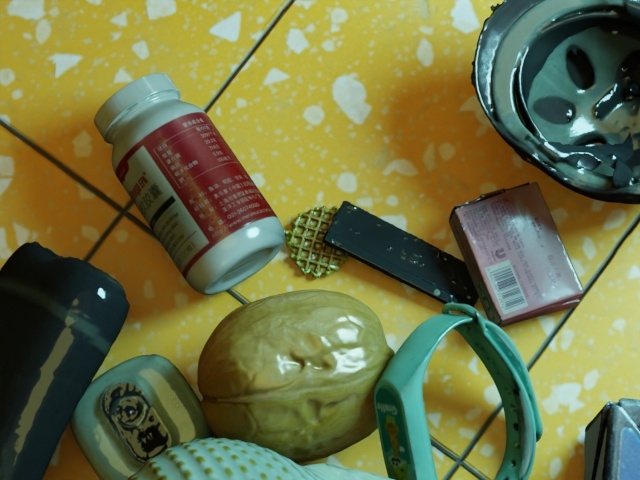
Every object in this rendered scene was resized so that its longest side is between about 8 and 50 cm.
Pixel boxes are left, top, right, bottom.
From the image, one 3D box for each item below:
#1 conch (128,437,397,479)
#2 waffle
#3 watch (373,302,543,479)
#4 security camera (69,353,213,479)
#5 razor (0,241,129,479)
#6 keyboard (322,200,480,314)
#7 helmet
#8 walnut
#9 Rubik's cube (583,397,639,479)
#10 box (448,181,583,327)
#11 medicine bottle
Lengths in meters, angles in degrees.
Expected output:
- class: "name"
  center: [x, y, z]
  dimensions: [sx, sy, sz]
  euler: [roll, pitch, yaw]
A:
- class: "conch"
  center: [-0.066, 0.356, 1.810]
  dimensions: [0.319, 0.215, 0.303]
  euler: [-6, 115, 16]
- class: "waffle"
  center: [-0.002, 0.002, 2.032]
  dimensions: [0.078, 0.016, 0.085]
  euler: [-15, 76, 2]
- class: "watch"
  center: [0.154, 0.191, 1.894]
  dimensions: [0.195, 0.068, 0.237]
  euler: [-18, 100, -31]
- class: "security camera"
  center: [-0.164, 0.275, 1.955]
  dimensions: [0.157, 0.080, 0.301]
  euler: [-34, 80, -4]
- class: "razor"
  center: [-0.348, 0.177, 1.941]
  dimensions: [0.204, 0.113, 0.349]
  euler: [12, 75, 47]
- class: "keyboard"
  center: [0.100, 0.021, 2.012]
  dimensions: [0.195, 0.018, 0.060]
  euler: [28, 74, 4]
- class: "helmet"
  center: [0.327, -0.161, 1.963]
  dimensions: [0.305, 0.177, 0.225]
  euler: [35, 90, 17]
- class: "walnut"
  center: [-0.027, 0.151, 1.920]
  dimensions: [0.226, 0.193, 0.193]
  euler: [-20, 77, -7]
- class: "Rubik's cube"
  center: [0.403, 0.312, 1.813]
  dimensions: [0.260, 0.255, 0.259]
  euler: [9, 77, 4]
- class: "box"
  center: [0.226, 0.017, 1.984]
  dimensions: [0.111, 0.060, 0.156]
  euler: [-18, 78, -8]
- class: "medicine bottle"
  center: [-0.156, -0.067, 1.999]
  dimensions: [0.131, 0.131, 0.250]
  euler: [-34, 78, -4]
